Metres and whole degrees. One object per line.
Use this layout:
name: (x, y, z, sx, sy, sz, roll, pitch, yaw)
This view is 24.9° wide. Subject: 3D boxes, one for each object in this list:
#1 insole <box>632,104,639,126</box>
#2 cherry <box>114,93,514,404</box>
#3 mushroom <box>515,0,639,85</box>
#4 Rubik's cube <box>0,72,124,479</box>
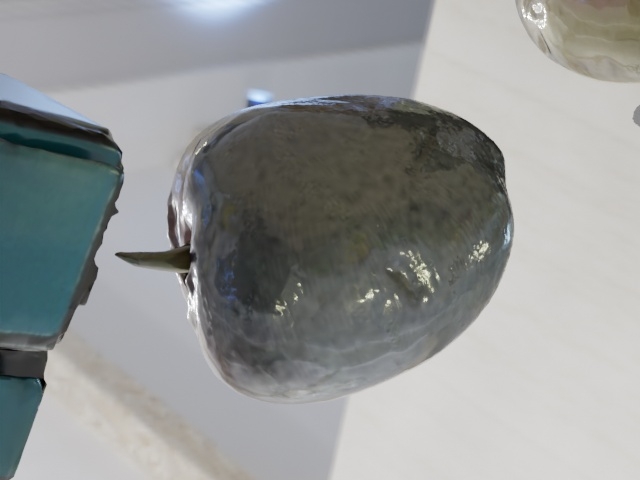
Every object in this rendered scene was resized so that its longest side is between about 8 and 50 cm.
insole: (0.393, -0.148, 1.361, 0.109, 0.007, 0.322, 8, 166, -14)
cherry: (0.000, 0.000, 1.063, 0.296, 0.218, 0.255, -14, -164, -9)
mushroom: (0.392, -0.327, 1.566, 0.325, 0.353, 0.353, 20, -154, 6)
Rubik's cube: (-0.300, 0.018, 0.633, 0.293, 0.283, 0.288, 24, -173, 36)
